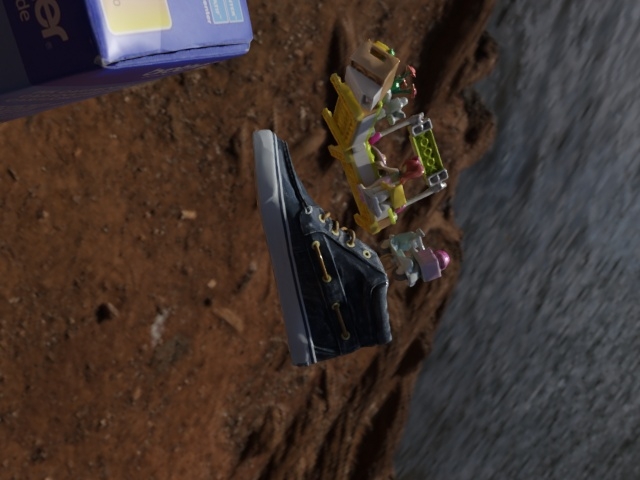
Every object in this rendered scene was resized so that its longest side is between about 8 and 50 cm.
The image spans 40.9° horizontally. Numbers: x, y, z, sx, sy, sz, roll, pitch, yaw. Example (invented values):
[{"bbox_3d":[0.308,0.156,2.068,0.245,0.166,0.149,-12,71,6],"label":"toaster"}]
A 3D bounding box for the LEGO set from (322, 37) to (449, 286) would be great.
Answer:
[{"bbox_3d":[0.078,-0.097,0.829,0.107,0.132,0.287,-26,135,-11],"label":"LEGO set"}]

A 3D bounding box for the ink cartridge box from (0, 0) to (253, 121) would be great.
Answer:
[{"bbox_3d":[-0.212,-0.207,0.498,0.151,0.395,0.270,-32,110,-60],"label":"ink cartridge box"}]

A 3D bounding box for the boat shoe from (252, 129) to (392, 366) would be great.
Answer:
[{"bbox_3d":[0.000,0.000,0.659,0.083,0.183,0.065,-12,-177,-5],"label":"boat shoe"}]
